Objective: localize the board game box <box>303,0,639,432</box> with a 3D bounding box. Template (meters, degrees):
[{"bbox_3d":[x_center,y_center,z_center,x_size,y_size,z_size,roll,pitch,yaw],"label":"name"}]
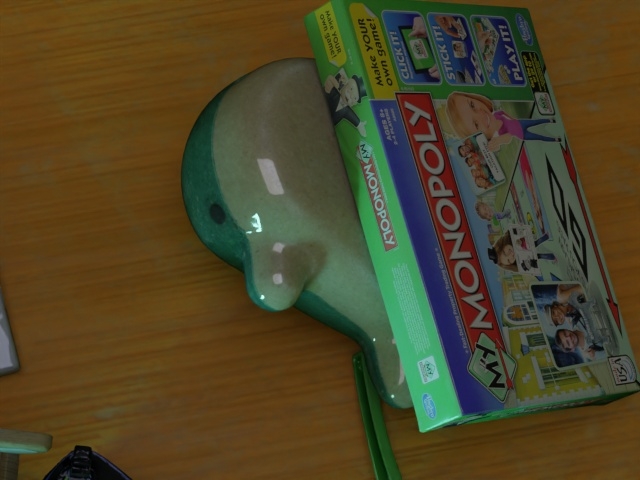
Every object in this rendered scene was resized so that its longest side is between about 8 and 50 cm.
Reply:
[{"bbox_3d":[0.116,-0.025,1.482,0.213,0.046,0.317,-3,73,-46],"label":"board game box"}]

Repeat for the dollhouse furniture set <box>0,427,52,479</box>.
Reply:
[{"bbox_3d":[-0.314,0.306,1.360,0.173,0.303,0.356,13,75,-38],"label":"dollhouse furniture set"}]

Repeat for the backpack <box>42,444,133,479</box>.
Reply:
[{"bbox_3d":[-0.168,0.258,1.427,0.158,0.117,0.173,38,77,6],"label":"backpack"}]

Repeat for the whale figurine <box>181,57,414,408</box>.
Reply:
[{"bbox_3d":[0.000,0.000,1.499,0.272,0.141,0.216,58,43,-10],"label":"whale figurine"}]

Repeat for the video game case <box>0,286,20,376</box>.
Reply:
[{"bbox_3d":[-0.354,0.034,1.521,0.212,0.023,0.193,-15,78,-6],"label":"video game case"}]

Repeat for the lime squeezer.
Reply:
[{"bbox_3d":[0.029,0.228,1.443,0.110,0.059,0.310,47,47,-28],"label":"lime squeezer"}]
